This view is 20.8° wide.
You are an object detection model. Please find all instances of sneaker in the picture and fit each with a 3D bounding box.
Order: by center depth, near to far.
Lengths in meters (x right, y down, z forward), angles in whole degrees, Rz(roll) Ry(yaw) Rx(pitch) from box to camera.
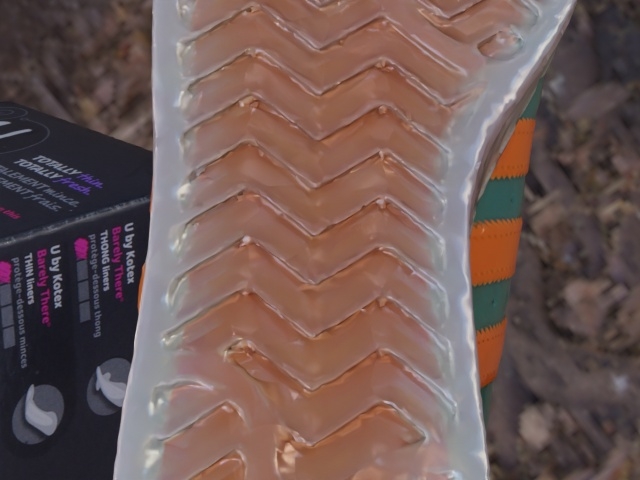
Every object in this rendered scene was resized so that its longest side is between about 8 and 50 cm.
[{"bbox_3d":[0.000,0.000,0.456,0.121,0.108,0.302,105,177,-63],"label":"sneaker"}]

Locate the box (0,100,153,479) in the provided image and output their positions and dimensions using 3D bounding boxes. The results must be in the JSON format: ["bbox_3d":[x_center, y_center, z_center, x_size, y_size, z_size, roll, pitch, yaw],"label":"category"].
[{"bbox_3d":[-0.192,0.047,0.732,0.270,0.143,0.165,-19,28,-40],"label":"box"}]
